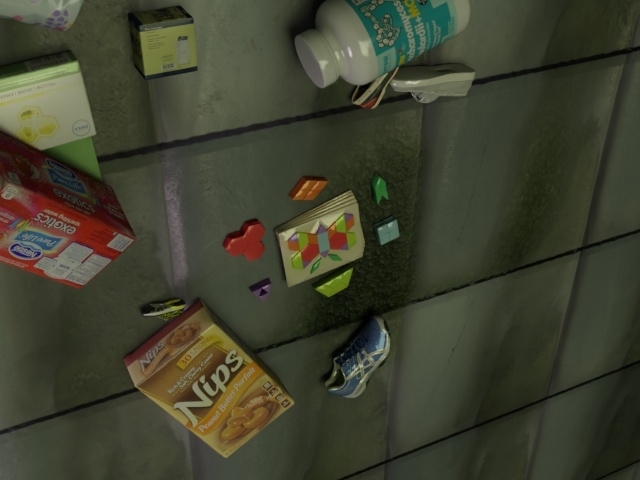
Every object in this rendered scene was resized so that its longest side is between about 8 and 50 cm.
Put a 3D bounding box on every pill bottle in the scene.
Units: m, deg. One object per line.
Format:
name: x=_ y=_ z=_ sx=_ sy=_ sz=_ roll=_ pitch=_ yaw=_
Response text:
pill bottle: x=0.094 y=-0.342 z=1.352 sx=0.264 sy=0.146 sz=0.146 roll=-30 pitch=132 yaw=-10

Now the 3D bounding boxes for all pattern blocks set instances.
pattern blocks set: x=0.000 y=0.000 z=1.617 sx=0.325 sy=0.026 sz=0.285 roll=-34 pitch=133 yaw=-7

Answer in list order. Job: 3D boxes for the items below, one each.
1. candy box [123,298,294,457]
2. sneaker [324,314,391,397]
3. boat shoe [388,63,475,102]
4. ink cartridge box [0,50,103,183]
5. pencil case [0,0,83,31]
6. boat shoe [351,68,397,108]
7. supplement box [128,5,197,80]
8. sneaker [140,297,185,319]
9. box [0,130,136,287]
candy box: x=-0.206 y=0.273 z=1.638 sx=0.183 sy=0.087 sz=0.316 roll=-39 pitch=134 yaw=-2
sneaker: x=0.080 y=0.252 z=1.807 sx=0.081 sy=0.080 sz=0.211 roll=7 pitch=116 yaw=-39
boat shoe: x=0.196 y=-0.277 z=1.524 sx=0.184 sy=0.066 sz=0.063 roll=-15 pitch=128 yaw=-35
ink cartridge box: x=-0.414 y=-0.143 z=1.241 sx=0.171 sy=0.056 sz=0.235 roll=-19 pitch=128 yaw=-19
pencil case: x=-0.429 y=-0.343 z=1.050 sx=0.273 sy=0.113 sz=0.124 roll=5 pitch=94 yaw=-34
boat shoe: x=0.098 y=-0.290 z=1.460 sx=0.043 sy=0.049 sz=0.137 roll=8 pitch=121 yaw=-33
supplement box: x=-0.230 y=-0.290 z=1.247 sx=0.083 sy=0.056 sz=0.083 roll=-16 pitch=128 yaw=-22
sneaker: x=-0.282 y=0.130 z=1.529 sx=0.083 sy=0.031 sz=0.035 roll=-10 pitch=126 yaw=-26
box: x=-0.407 y=-0.041 z=1.221 sx=0.128 sy=0.122 sz=0.257 roll=-41 pitch=148 yaw=12
